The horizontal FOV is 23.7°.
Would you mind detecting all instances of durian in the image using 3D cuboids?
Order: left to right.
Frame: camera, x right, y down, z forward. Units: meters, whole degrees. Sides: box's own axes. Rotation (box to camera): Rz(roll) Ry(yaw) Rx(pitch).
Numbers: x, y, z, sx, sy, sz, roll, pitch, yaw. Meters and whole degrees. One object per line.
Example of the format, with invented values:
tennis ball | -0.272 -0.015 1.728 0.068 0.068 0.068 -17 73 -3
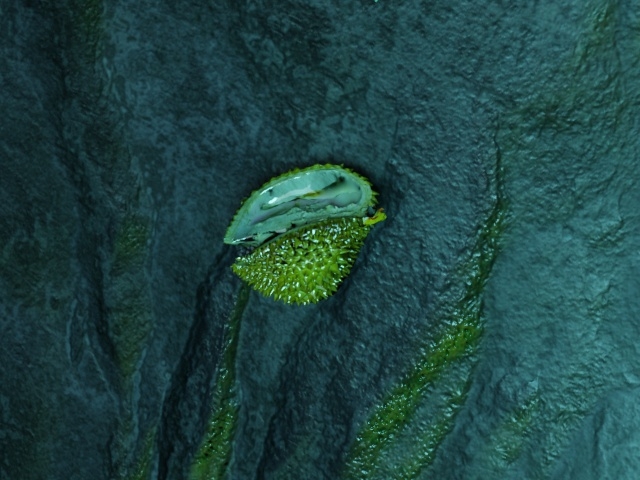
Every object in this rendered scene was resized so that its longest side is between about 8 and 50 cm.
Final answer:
durian | 0.000 0.000 2.083 0.237 0.193 0.138 -3 135 36
